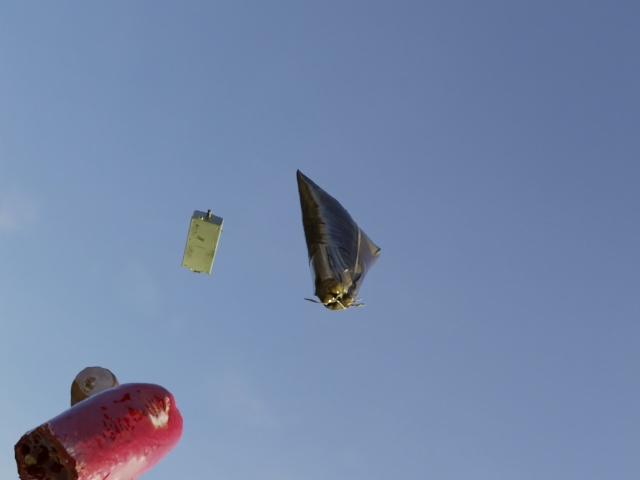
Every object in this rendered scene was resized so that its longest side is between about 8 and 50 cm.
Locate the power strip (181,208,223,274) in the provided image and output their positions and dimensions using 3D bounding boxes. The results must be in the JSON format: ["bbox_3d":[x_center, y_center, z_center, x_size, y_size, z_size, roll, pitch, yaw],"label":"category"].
[{"bbox_3d":[-0.176,0.000,1.504,0.050,0.019,0.136,18,-45,-1],"label":"power strip"}]

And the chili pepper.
[{"bbox_3d":[-0.272,0.271,1.449,0.134,0.338,0.131,40,-63,19],"label":"chili pepper"}]

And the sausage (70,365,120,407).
[{"bbox_3d":[-0.439,0.399,1.988,0.112,0.112,0.328,28,-50,33],"label":"sausage"}]

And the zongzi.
[{"bbox_3d":[0.000,0.000,1.424,0.084,0.187,0.184,-32,-78,22],"label":"zongzi"}]
